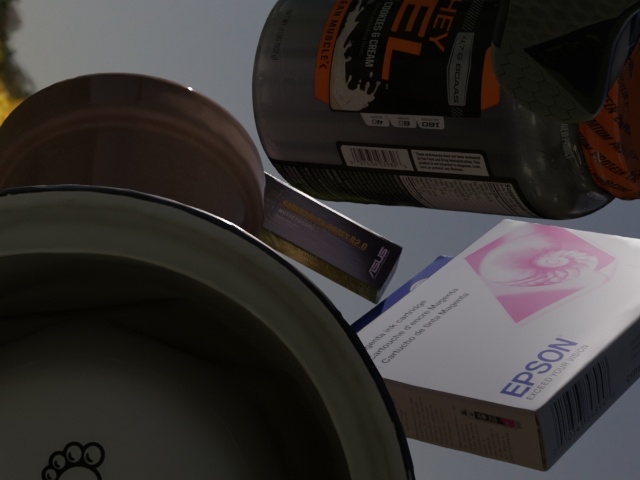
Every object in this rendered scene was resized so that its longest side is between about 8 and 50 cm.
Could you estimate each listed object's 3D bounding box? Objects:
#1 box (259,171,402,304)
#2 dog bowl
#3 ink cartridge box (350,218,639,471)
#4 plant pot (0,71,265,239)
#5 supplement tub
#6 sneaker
[{"bbox_3d":[0.000,0.000,1.704,0.183,0.056,0.231,29,-5,5],"label":"box"},{"bbox_3d":[-0.146,0.179,0.895,0.408,0.408,0.150,59,-4,7],"label":"dog bowl"},{"bbox_3d":[0.153,0.078,1.407,0.330,0.324,0.071,10,-59,38],"label":"ink cartridge box"},{"bbox_3d":[-0.183,0.018,1.336,0.229,0.263,0.263,-90,165,-46],"label":"plant pot"},{"bbox_3d":[0.120,-0.117,1.159,0.316,0.193,0.194,6,-47,36],"label":"supplement tub"},{"bbox_3d":[0.148,-0.170,0.676,0.086,0.163,0.226,30,-18,7],"label":"sneaker"}]
